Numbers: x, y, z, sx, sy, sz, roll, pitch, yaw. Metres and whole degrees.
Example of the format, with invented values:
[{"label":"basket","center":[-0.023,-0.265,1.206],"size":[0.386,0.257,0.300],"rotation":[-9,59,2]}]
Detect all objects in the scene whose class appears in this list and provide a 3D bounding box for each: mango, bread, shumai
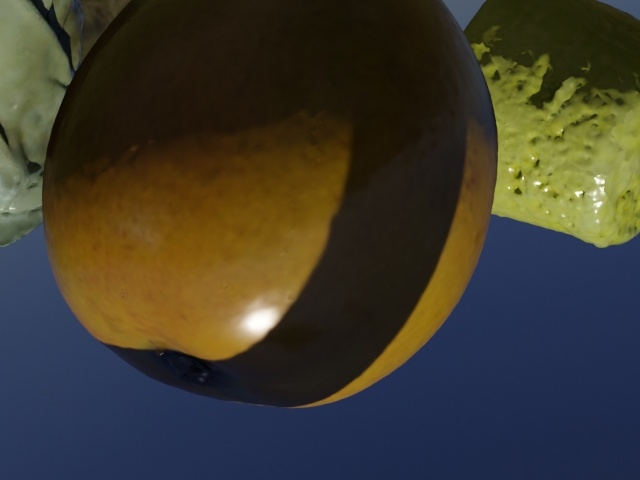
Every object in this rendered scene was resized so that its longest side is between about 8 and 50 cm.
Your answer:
[{"label":"mango","center":[-0.027,-0.071,0.570],"size":[0.263,0.221,0.378],"rotation":[-25,-145,28]},{"label":"bread","center":[0.327,-0.164,1.312],"size":[0.307,0.348,0.348],"rotation":[32,-134,31]},{"label":"shumai","center":[-0.313,-0.167,0.928],"size":[0.329,0.289,0.292],"rotation":[-34,-176,13]}]
